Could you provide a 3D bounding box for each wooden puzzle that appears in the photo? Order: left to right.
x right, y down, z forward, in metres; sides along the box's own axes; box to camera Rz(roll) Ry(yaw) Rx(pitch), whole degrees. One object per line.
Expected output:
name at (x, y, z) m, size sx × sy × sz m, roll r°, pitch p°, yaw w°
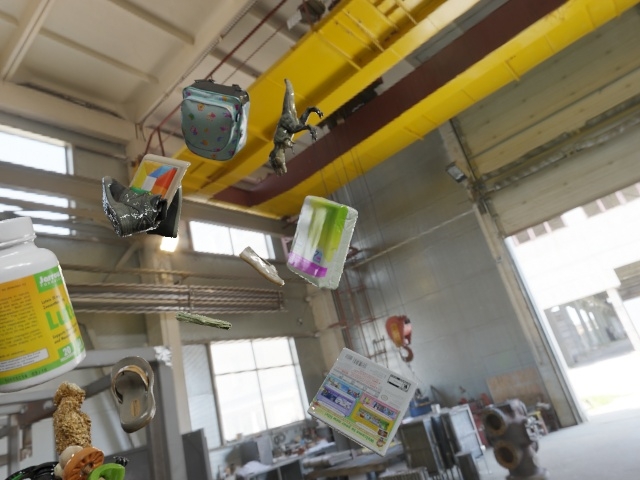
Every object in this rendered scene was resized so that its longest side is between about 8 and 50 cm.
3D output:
wooden puzzle at (-0.584, -0.193, 1.548) m, size 0.221 × 0.238 × 0.044 m, roll 15°, pitch -18°, yaw 29°

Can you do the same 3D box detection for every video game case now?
video game case at (0.104, 0.393, 1.110) m, size 0.213 × 0.193 × 0.023 m, roll 21°, pitch -30°, yaw 25°

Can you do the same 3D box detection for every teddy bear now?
teddy bear at (-0.823, 0.631, 1.460) m, size 0.245 × 0.337 × 0.113 m, roll -20°, pitch -14°, yaw 40°

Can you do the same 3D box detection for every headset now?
headset at (-0.838, 0.818, 1.449) m, size 0.185 × 0.243 × 0.394 m, roll -52°, pitch -30°, yaw 19°

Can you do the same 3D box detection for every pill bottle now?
pill bottle at (-0.467, 0.092, 0.688) m, size 0.137 × 0.245 × 0.136 m, roll -11°, pitch 11°, yaw 2°

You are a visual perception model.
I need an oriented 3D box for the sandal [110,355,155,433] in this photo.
sandal at (-0.397, 0.303, 0.923) m, size 0.090 × 0.219 × 0.060 m, roll -30°, pitch -58°, yaw -10°

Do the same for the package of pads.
package of pads at (0.000, 0.000, 1.603) m, size 0.101 × 0.296 × 0.229 m, roll 11°, pitch 9°, yaw -37°

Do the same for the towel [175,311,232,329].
towel at (-0.337, 0.232, 1.288) m, size 0.148 × 0.027 × 0.110 m, roll 0°, pitch -18°, yaw 39°

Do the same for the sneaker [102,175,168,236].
sneaker at (-0.461, -0.091, 1.106) m, size 0.130 × 0.227 × 0.087 m, roll -11°, pitch -53°, yaw -36°

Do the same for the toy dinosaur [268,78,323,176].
toy dinosaur at (-0.060, -0.294, 1.117) m, size 0.118 × 0.267 × 0.064 m, roll 4°, pitch -14°, yaw 16°

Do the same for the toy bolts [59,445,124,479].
toy bolts at (-0.623, 0.624, 1.058) m, size 0.159 × 0.218 × 0.229 m, roll 21°, pitch 10°, yaw 21°

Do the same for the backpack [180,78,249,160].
backpack at (-0.273, -0.298, 1.155) m, size 0.166 × 0.144 × 0.188 m, roll 12°, pitch -49°, yaw 2°

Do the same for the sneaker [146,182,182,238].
sneaker at (-0.577, -0.121, 1.650) m, size 0.118 × 0.221 × 0.083 m, roll 7°, pitch -1°, yaw -17°

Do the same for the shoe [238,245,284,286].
shoe at (-0.228, 0.105, 1.801) m, size 0.058 × 0.219 × 0.076 m, roll -51°, pitch 2°, yaw -1°
